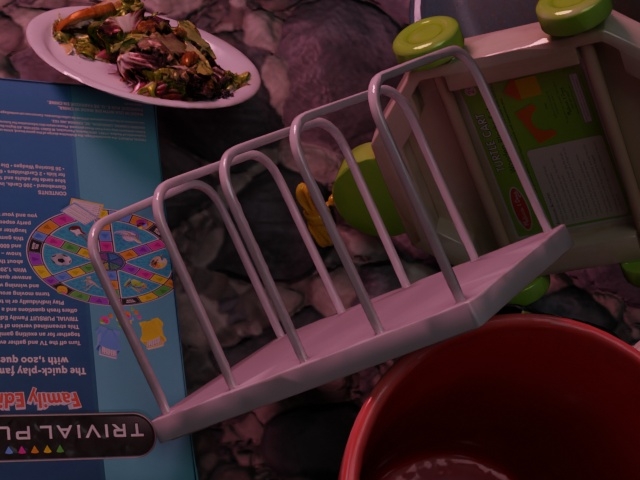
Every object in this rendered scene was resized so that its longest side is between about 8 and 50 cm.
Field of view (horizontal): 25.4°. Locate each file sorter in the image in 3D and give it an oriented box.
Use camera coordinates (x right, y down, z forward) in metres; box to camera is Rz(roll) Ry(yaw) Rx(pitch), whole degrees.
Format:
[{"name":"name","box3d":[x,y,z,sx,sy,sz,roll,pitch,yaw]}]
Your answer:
[{"name":"file sorter","box3d":[0.000,0.000,1.026,0.193,0.278,0.173,-29,94,-58]}]

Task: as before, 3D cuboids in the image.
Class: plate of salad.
[{"name":"plate of salad","box3d":[-0.144,-0.164,1.184,0.200,0.048,0.200,14,26,-7]}]

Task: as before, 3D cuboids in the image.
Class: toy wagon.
[{"name":"toy wagon","box3d":[0.146,-0.066,1.165,0.344,0.267,0.068,-10,34,23]}]

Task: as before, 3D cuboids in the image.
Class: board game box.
[{"name":"board game box","box3d":[-0.241,0.039,1.080,0.254,0.079,0.336,3,66,-26]}]

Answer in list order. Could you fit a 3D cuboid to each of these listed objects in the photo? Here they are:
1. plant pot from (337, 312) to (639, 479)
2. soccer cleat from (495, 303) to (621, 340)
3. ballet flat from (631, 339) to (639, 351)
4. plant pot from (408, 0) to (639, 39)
[{"name":"plant pot","box3d":[0.126,0.218,1.033,0.275,0.243,0.275,4,66,-10]},{"name":"soccer cleat","box3d":[0.180,0.084,1.199,0.179,0.072,0.060,9,66,-10]},{"name":"ballet flat","box3d":[0.270,0.116,1.129,0.086,0.248,0.086,-2,80,12]},{"name":"plant pot","box3d":[0.284,-0.253,1.221,0.341,0.334,0.341,5,67,-12]}]
